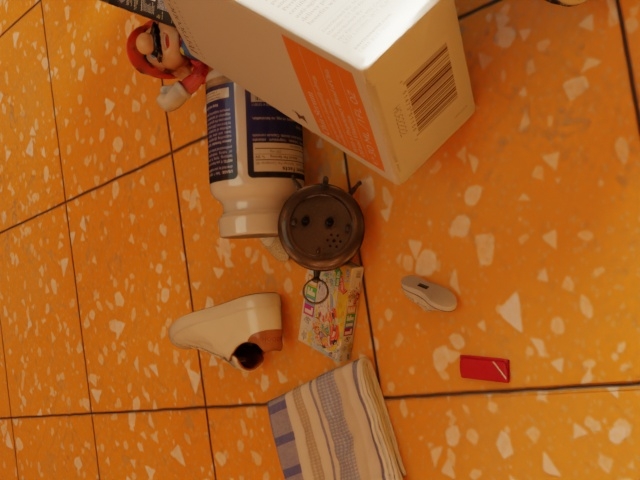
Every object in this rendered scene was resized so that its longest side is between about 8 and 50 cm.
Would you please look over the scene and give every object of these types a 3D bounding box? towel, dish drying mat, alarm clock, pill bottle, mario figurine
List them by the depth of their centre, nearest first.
[{"bbox_3d":[0.218,0.171,1.256,0.083,0.008,0.032,-2,92,50],"label":"dish drying mat"},{"bbox_3d":[0.000,0.000,1.403,0.064,0.129,0.192,33,-118,-88],"label":"alarm clock"},{"bbox_3d":[0.015,0.318,1.494,0.285,0.034,0.209,-32,68,47],"label":"towel"},{"bbox_3d":[-0.103,-0.138,1.494,0.153,0.153,0.264,-6,85,50],"label":"pill bottle"},{"bbox_3d":[-0.233,-0.345,1.624,0.321,0.170,0.198,-4,56,43],"label":"mario figurine"}]

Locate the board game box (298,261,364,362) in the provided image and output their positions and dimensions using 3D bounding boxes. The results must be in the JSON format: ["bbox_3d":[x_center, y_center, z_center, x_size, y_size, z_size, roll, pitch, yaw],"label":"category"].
[{"bbox_3d":[0.015,0.101,1.480,0.103,0.026,0.154,23,110,48],"label":"board game box"}]

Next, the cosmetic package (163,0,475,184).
[{"bbox_3d":[-0.025,-0.289,1.264,0.453,0.161,0.230,36,163,34],"label":"cosmetic package"}]

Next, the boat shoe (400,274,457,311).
[{"bbox_3d":[0.152,0.082,1.314,0.100,0.035,0.035,24,138,43],"label":"boat shoe"}]

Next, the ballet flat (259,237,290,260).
[{"bbox_3d":[-0.097,-0.038,1.584,0.057,0.052,0.168,-38,65,48],"label":"ballet flat"}]

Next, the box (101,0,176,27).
[{"bbox_3d":[-0.241,-0.497,1.457,0.242,0.076,0.307,23,121,19],"label":"box"}]

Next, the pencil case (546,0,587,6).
[{"bbox_3d":[0.165,-0.387,1.136,0.410,0.183,0.160,26,138,46],"label":"pencil case"}]

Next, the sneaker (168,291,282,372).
[{"bbox_3d":[-0.172,0.178,1.649,0.290,0.106,0.123,-22,74,48],"label":"sneaker"}]
